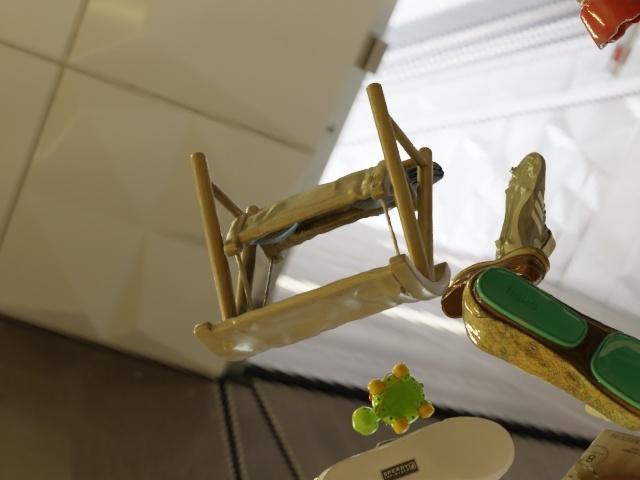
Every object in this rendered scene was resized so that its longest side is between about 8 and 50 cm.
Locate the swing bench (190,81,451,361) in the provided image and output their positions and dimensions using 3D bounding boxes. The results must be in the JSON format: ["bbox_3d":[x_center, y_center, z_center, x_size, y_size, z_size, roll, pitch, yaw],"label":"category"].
[{"bbox_3d":[0.000,0.000,1.592,0.165,0.253,0.254,45,-147,-52],"label":"swing bench"}]

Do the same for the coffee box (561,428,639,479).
[{"bbox_3d":[0.242,0.283,1.176,0.141,0.098,0.246,8,-139,47],"label":"coffee box"}]

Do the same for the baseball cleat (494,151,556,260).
[{"bbox_3d":[0.354,-0.043,2.356,0.109,0.206,0.072,14,-173,-32],"label":"baseball cleat"}]

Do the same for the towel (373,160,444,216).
[{"bbox_3d":[0.099,-0.063,1.799,0.067,0.119,0.029,4,-121,-59],"label":"towel"}]

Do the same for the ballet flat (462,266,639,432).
[{"bbox_3d":[0.327,0.156,1.755,0.348,0.123,0.123,31,-161,17],"label":"ballet flat"}]

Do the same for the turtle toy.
[{"bbox_3d":[0.107,0.257,2.187,0.130,0.066,0.095,-29,-97,-20],"label":"turtle toy"}]

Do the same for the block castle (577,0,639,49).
[{"bbox_3d":[0.475,-0.417,1.601,0.303,0.453,0.213,-34,-99,-24],"label":"block castle"}]

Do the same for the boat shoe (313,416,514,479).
[{"bbox_3d":[0.125,0.325,1.985,0.301,0.108,0.102,-16,174,-19],"label":"boat shoe"}]

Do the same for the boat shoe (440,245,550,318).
[{"bbox_3d":[0.231,0.065,1.924,0.064,0.178,0.060,52,-142,-12],"label":"boat shoe"}]
